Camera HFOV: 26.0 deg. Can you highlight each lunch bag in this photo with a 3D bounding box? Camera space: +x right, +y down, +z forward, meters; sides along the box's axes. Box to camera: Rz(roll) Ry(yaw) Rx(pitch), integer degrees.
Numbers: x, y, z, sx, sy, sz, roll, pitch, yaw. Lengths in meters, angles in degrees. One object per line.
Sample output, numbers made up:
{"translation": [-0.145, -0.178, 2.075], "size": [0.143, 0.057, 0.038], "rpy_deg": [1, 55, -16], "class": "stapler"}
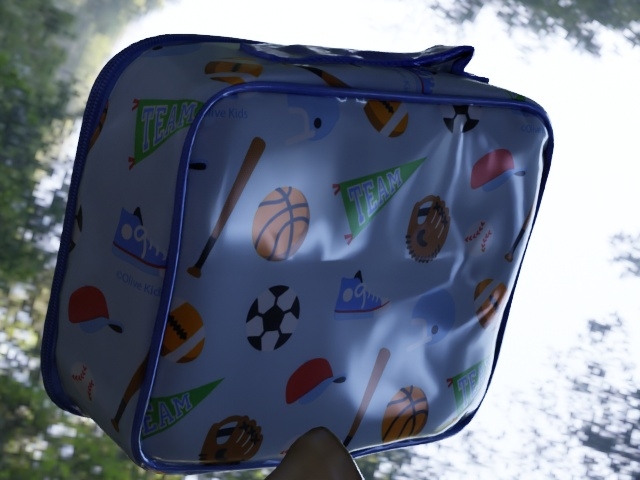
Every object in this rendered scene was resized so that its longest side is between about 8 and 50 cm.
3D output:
{"translation": [0.000, 0.000, 0.785], "size": [0.115, 0.303, 0.243], "rpy_deg": [24, -72, 43], "class": "lunch bag"}

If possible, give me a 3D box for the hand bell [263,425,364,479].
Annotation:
{"translation": [-0.103, 0.149, 0.494], "size": [0.126, 0.242, 0.126], "rpy_deg": [172, -90, -73], "class": "hand bell"}
